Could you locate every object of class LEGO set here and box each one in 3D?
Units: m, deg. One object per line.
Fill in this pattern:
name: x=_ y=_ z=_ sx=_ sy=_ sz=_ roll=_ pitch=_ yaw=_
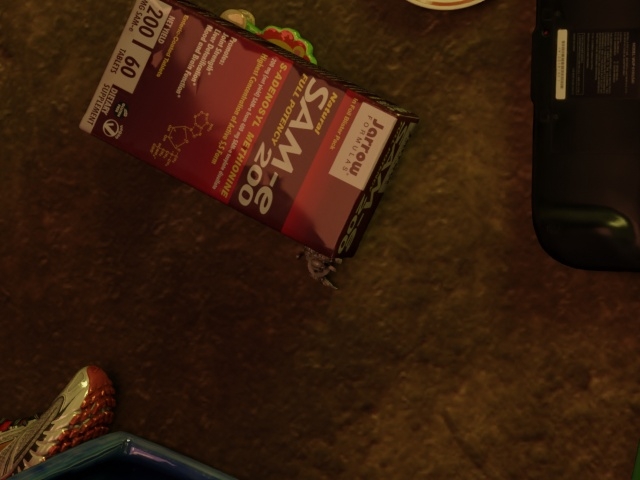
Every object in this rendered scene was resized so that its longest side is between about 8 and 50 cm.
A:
LEGO set: x=-0.003 y=0.000 z=1.527 sx=0.054 sy=0.023 sz=0.083 roll=-35 pitch=78 yaw=17

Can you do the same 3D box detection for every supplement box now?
supplement box: x=-0.058 y=-0.094 z=1.491 sx=0.239 sy=0.073 sz=0.130 roll=27 pitch=99 yaw=13

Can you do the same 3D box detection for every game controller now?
game controller: x=0.242 y=-0.135 z=1.427 sx=0.166 sy=0.067 sz=0.319 roll=2 pitch=90 yaw=35

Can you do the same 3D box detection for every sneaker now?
sneaker: x=-0.267 y=0.184 z=1.591 sx=0.225 sy=0.088 sz=0.092 roll=-44 pitch=75 yaw=15

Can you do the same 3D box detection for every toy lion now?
toy lion: x=-0.056 y=-0.139 z=1.547 sx=0.096 sy=0.034 sz=0.100 roll=40 pitch=103 yaw=8

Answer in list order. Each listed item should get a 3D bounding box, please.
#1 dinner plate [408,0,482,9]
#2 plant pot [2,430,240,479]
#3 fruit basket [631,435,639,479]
dinner plate: x=0.105 y=-0.255 z=1.492 sx=0.141 sy=0.017 sz=0.141 roll=0 pitch=91 yaw=21
plant pot: x=-0.143 y=0.308 z=1.475 sx=0.236 sy=0.236 sz=0.212 roll=21 pitch=104 yaw=19
fruit basket: x=0.429 y=0.100 z=1.258 sx=0.392 sy=0.283 sz=0.392 roll=9 pitch=109 yaw=27
